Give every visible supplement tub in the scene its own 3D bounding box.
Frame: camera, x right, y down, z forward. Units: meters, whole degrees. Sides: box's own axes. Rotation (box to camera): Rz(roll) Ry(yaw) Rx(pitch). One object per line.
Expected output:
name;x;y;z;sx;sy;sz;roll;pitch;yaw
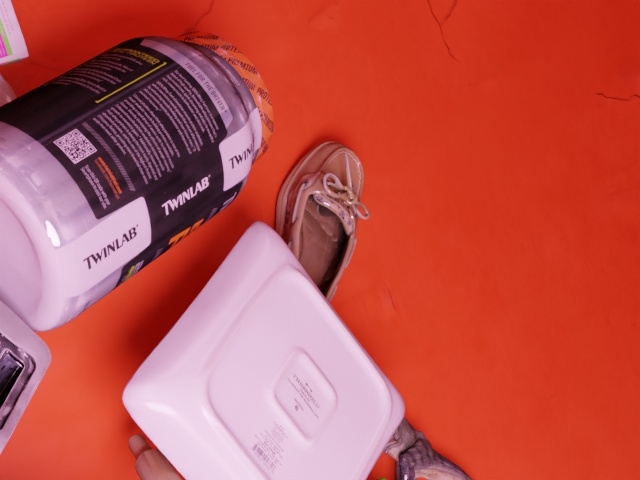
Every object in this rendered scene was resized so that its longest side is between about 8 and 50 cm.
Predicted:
supplement tub;-0.196;-0.071;1.082;0.316;0.193;0.194;-40;103;-41

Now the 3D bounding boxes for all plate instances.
plate;-0.030;0.156;1.119;0.277;0.045;0.278;54;43;-18

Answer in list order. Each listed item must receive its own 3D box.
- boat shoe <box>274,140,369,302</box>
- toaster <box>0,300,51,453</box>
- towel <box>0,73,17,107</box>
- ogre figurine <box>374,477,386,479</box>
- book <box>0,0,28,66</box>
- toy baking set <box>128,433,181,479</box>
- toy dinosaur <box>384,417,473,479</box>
boat shoe;0.000;0.000;1.304;0.104;0.089;0.285;37;55;-27
toaster;-0.326;0.110;0.933;0.168;0.110;0.186;45;27;-17
towel;-0.463;-0.190;0.980;0.317;0.053;0.332;-38;103;-43
ogre figurine;-0.018;0.254;1.202;0.197;0.097;0.118;52;42;-23
book;-0.342;-0.192;1.037;0.144;0.035;0.096;-28;100;-44
toy baking set;-0.090;0.277;1.051;0.030;0.256;0.197;-42;120;-7
toy dinosaur;0.106;0.269;1.334;0.268;0.064;0.118;40;47;-29
